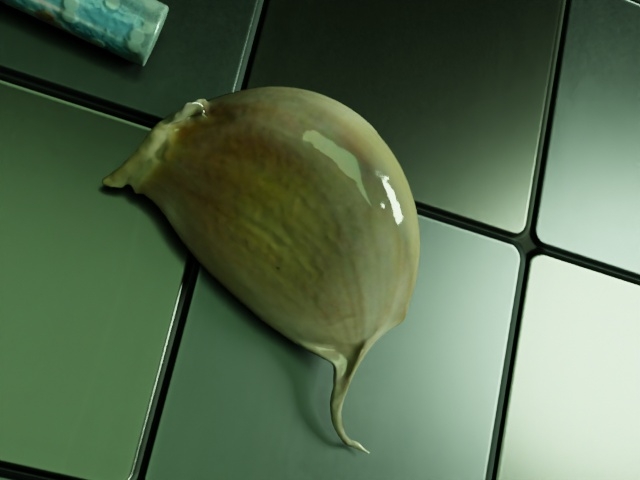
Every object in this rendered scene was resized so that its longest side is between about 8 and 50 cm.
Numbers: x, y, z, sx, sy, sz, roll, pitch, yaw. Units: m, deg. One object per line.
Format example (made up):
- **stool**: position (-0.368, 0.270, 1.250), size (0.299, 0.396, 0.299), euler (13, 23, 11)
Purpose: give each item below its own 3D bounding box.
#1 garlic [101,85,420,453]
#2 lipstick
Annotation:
- **garlic**: position (0.004, 0.002, 0.643), size (0.266, 0.148, 0.128), euler (53, 31, 3)
- **lipstick**: position (-0.184, -0.172, 0.639), size (0.158, 0.048, 0.048), euler (24, 71, -13)
